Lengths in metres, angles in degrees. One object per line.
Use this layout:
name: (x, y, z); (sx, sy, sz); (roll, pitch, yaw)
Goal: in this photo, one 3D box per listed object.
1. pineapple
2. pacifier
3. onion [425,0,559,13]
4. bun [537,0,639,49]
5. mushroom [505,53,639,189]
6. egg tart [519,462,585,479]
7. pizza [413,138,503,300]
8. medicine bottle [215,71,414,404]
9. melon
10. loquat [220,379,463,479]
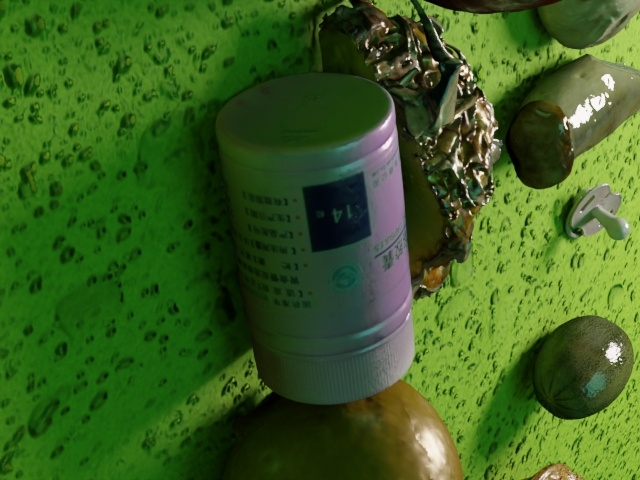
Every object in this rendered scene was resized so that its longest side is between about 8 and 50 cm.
pineapple: (0.109, -0.091, 1.330); (0.161, 0.158, 0.334); (-23, 114, -28)
pacifier: (0.349, -0.025, 1.812); (0.081, 0.078, 0.099); (-53, 148, 9)
onion: (0.159, -0.354, 1.205); (0.341, 0.341, 0.341); (-28, 126, -46)
bun: (0.316, -0.301, 1.619); (0.183, 0.102, 0.183); (-32, 130, -48)
mushroom: (0.308, -0.161, 1.690); (0.333, 0.087, 0.107); (-36, 136, -46)
egg tart: (0.263, 0.376, 1.856); (0.213, 0.090, 0.212); (-24, 122, -45)
pizza: (0.117, -0.050, 1.496); (0.195, 0.052, 0.185); (-42, 128, -31)
medicine bottle: (0.000, 0.000, 1.263); (0.152, 0.152, 0.253); (-38, 133, -40)
melon: (0.330, 0.157, 1.833); (0.167, 0.114, 0.114); (-41, 135, -45)
loquat: (0.016, 0.227, 1.338); (0.244, 0.244, 0.243); (-28, 126, -46)
